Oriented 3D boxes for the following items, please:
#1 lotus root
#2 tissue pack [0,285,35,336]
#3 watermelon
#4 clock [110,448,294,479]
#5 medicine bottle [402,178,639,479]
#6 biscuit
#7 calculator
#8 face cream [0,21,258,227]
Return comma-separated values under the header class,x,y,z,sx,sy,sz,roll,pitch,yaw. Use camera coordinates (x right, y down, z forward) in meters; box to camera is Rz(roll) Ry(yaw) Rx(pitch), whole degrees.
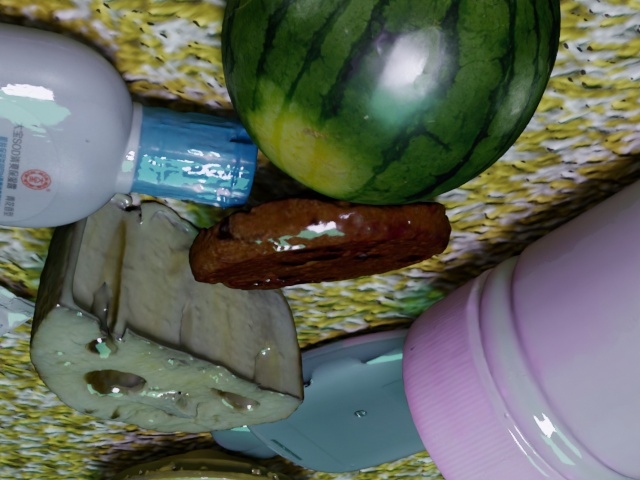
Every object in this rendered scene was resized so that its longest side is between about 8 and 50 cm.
class,x,y,z,sx,sy,sz,roll,pitch,yaw
lotus root,-0.128,0.065,0.943,0.138,0.119,0.235,-30,135,30
tissue pack,-0.340,0.069,1.008,0.193,0.026,0.122,-30,134,30
watermelon,0.047,-0.105,0.734,0.204,0.127,0.232,24,129,-25
clock,-0.117,0.259,1.230,0.237,0.057,0.237,0,148,0
medicine bottle,0.238,0.067,0.898,0.202,0.202,0.316,30,132,-34
biscuit,0.000,0.000,0.881,0.192,0.049,0.192,-10,171,-2
calculator,0.034,0.153,1.123,0.299,0.041,0.185,-21,138,23
face cream,-0.209,-0.073,0.792,0.337,0.080,0.163,7,140,-13
